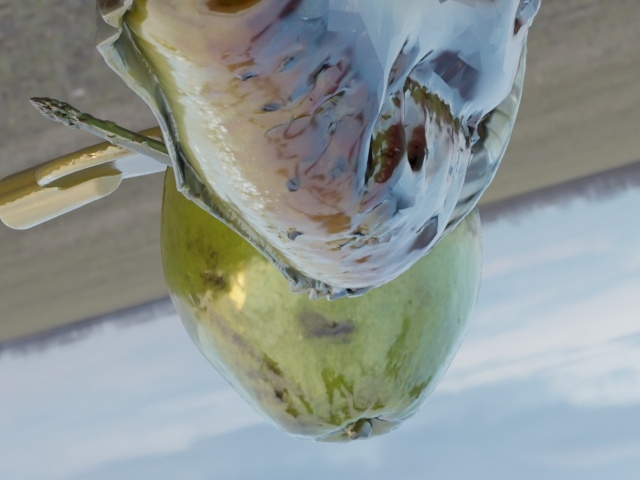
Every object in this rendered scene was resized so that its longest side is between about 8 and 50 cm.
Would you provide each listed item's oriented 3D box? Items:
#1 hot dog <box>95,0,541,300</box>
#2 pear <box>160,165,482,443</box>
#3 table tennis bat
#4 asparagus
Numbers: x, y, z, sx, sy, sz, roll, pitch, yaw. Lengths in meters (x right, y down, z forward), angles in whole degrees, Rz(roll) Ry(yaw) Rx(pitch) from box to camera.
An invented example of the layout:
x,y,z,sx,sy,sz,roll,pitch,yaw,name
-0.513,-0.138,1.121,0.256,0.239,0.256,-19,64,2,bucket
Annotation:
x,y,z,sx,sy,sz,roll,pitch,yaw,name
0.015,-0.073,0.501,0.163,0.081,0.270,-56,157,-11,hot dog
0.000,0.000,1.086,0.212,0.269,0.212,-12,154,-6,pear
-0.166,-0.061,1.401,0.320,0.050,0.198,-15,180,44,table tennis bat
-0.115,-0.060,0.983,0.114,0.014,0.015,21,154,6,asparagus
